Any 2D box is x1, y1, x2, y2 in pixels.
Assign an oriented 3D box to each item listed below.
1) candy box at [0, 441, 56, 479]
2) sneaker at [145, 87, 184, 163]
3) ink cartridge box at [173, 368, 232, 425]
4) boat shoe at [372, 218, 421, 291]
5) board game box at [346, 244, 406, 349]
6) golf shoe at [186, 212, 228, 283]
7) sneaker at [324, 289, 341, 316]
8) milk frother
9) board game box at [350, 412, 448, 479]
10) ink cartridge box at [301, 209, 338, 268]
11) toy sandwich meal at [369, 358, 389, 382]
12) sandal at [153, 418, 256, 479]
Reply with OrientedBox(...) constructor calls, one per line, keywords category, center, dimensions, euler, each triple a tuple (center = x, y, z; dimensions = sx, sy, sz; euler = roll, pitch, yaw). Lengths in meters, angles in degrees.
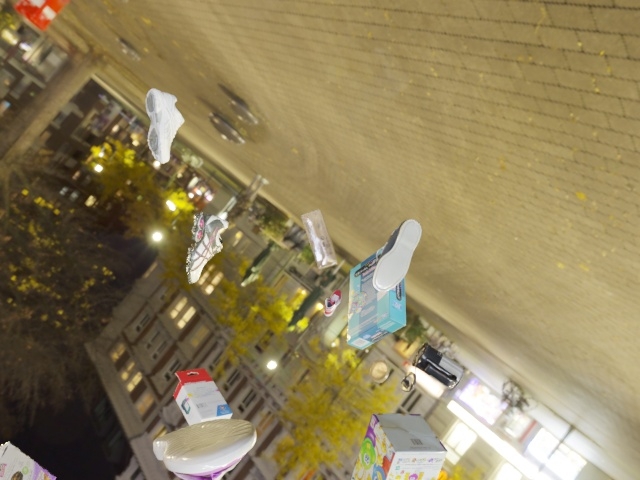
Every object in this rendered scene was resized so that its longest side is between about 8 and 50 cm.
OrientedBox(category="candy box", center=(-0.876, 0.706, 1.611), dimensions=(0.196, 0.070, 0.165), euler=(57, -165, -28))
OrientedBox(category="sneaker", center=(-0.482, -0.361, 1.790), dimensions=(0.115, 0.233, 0.090), euler=(-5, -174, -42))
OrientedBox(category="ink cartridge box", center=(-0.436, 0.576, 2.043), dimensions=(0.134, 0.078, 0.231), euler=(4, -148, -44))
OrientedBox(category="boat shoe", center=(0.223, 0.048, 1.728), dimensions=(0.095, 0.255, 0.079), euler=(30, 161, -12))
OrientedBox(category="board game box", center=(0.211, 0.209, 2.143), dimensions=(0.079, 0.336, 0.253), euler=(26, 138, -24))
OrientedBox(category="golf shoe", center=(-0.408, 0.038, 1.994), dimensions=(0.120, 0.273, 0.105), euler=(10, -157, -18))
OrientedBox(category="sneaker", center=(0.049, 0.222, 2.120), dimensions=(0.042, 0.119, 0.067), euler=(21, 147, 12))
OrientedBox(category="milk frother", center=(0.328, 0.402, 1.664), dimensions=(0.134, 0.143, 0.129), euler=(33, -150, 3))
OrientedBox(category="board game box", center=(0.174, 0.575, 1.363), dimensions=(0.144, 0.276, 0.142), euler=(9, -163, -22))
OrientedBox(category="ink cartridge box", center=(0.000, 0.000, 2.374), dimensions=(0.193, 0.088, 0.235), euler=(56, -164, -85))
OrientedBox(category="toy sandwich meal", center=(0.210, 0.460, 1.985), dimensions=(0.085, 0.086, 0.029), euler=(36, 179, 42))
OrientedBox(category="sandal", center=(-0.216, 0.415, 1.082), dimensions=(0.416, 0.169, 0.102), euler=(-30, 77, 65))
